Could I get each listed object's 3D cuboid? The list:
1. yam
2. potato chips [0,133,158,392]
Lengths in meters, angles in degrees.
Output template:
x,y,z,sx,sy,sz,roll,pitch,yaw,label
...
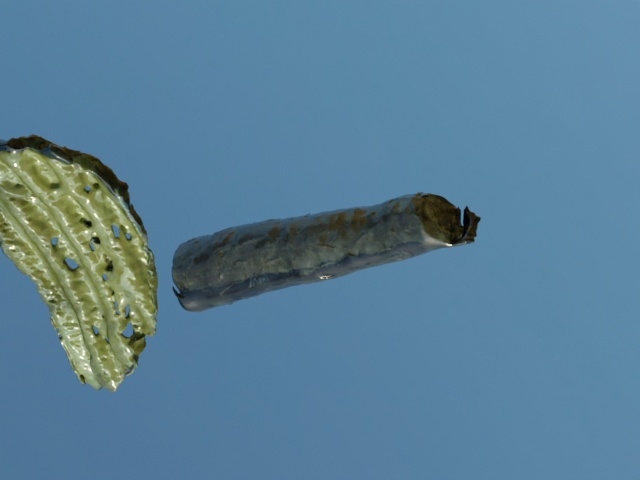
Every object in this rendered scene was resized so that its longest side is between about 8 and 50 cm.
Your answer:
x,y,z,sx,sy,sz,roll,pitch,yaw,label
0.000,0.000,0.650,0.027,0.129,0.033,47,-137,-35,yam
-0.140,0.018,1.043,0.028,0.091,0.207,-78,-24,-48,potato chips
